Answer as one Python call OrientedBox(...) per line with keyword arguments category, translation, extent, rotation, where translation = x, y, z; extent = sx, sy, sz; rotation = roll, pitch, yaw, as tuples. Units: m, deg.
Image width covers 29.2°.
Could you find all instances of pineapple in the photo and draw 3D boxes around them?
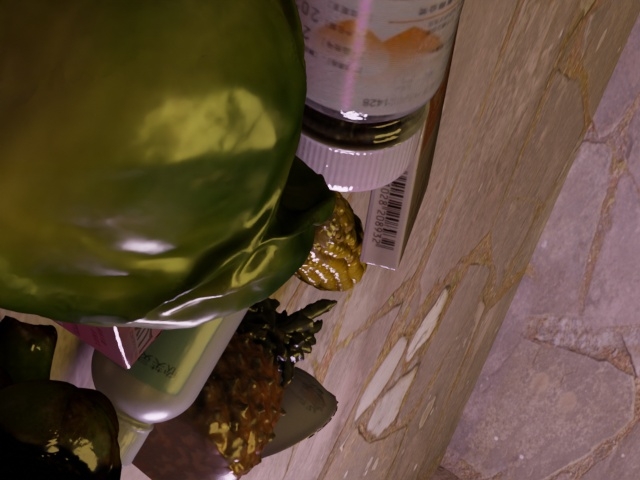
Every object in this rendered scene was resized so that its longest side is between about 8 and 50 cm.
OrientedBox(category="pineapple", translation=(-0.087, 0.139, 1.382), extent=(0.340, 0.169, 0.169), rotation=(-49, 163, -52))

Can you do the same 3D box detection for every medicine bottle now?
OrientedBox(category="medicine bottle", translation=(0.039, -0.187, 1.114), extent=(0.165, 0.165, 0.273), rotation=(-45, 158, -35))
OrientedBox(category="medicine bottle", translation=(-0.155, 0.105, 1.175), extent=(0.352, 0.110, 0.110), rotation=(-59, 163, 4))

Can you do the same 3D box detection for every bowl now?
OrientedBox(category="bowl", translation=(-0.079, 0.197, 1.531), extent=(0.189, 0.189, 0.086), rotation=(-37, 113, -49))

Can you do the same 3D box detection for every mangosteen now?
OrientedBox(category="mangosteen", translation=(-0.252, 0.203, 0.893), extent=(0.233, 0.287, 0.287), rotation=(-10, 143, -17))

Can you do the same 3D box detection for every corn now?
OrientedBox(category="corn", translation=(0.000, 0.000, 1.425), extent=(0.115, 0.115, 0.318), rotation=(-57, 163, -4))

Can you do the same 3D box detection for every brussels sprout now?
OrientedBox(category="brussels sprout", translation=(-0.122, -0.072, 0.770), extent=(0.294, 0.227, 0.259), rotation=(-2, 118, -28))

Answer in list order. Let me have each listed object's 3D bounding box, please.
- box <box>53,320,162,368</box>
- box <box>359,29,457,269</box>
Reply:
OrientedBox(category="box", translation=(-0.184, 0.026, 0.967), extent=(0.060, 0.111, 0.156), rotation=(-51, 163, -24))
OrientedBox(category="box", translation=(0.110, -0.171, 1.350), extent=(0.204, 0.051, 0.365), rotation=(-64, 165, -55))
